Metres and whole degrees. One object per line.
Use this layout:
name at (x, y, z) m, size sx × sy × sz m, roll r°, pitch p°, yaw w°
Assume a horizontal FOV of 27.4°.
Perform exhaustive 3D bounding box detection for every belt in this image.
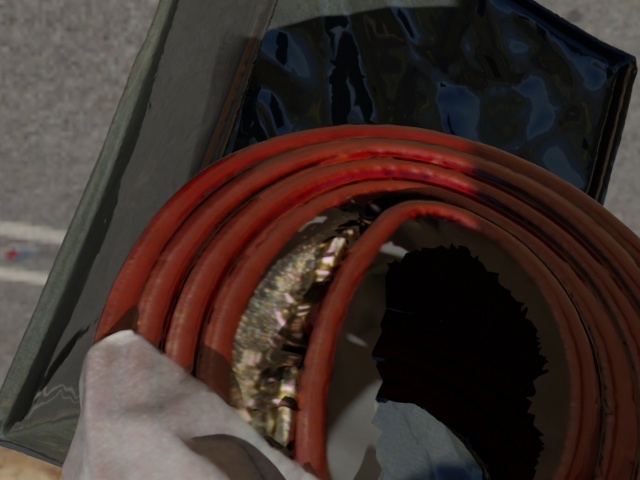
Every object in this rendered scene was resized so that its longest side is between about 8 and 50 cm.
belt at (0.029, 0.085, 0.465) m, size 0.227 × 0.324 × 0.115 m, roll 7°, pitch 127°, yaw 0°

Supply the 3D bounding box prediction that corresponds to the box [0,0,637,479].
box at (0.000, 0.000, 0.792) m, size 0.251 × 0.345 × 0.204 m, roll 26°, pitch 160°, yaw -25°
